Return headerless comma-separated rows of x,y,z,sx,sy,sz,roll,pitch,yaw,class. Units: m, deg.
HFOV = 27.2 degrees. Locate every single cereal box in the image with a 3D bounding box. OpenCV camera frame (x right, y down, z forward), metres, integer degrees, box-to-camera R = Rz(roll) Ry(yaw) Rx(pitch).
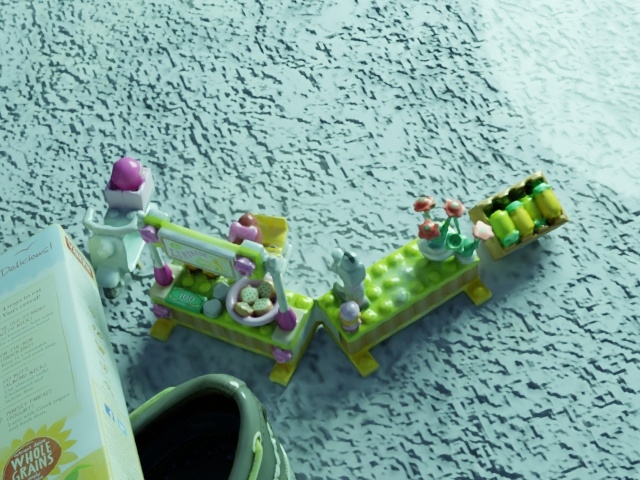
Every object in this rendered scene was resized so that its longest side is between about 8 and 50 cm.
-0.183,0.106,0.676,0.173,0.047,0.240,-31,35,3,cereal box

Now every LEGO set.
0.000,0.000,0.756,0.287,0.107,0.132,-1,56,7,LEGO set

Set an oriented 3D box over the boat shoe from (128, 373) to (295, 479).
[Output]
-0.127,0.192,0.650,0.109,0.091,0.305,29,64,24,boat shoe
